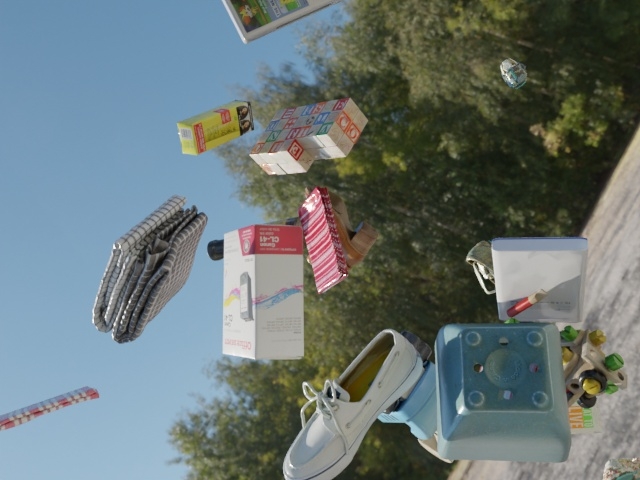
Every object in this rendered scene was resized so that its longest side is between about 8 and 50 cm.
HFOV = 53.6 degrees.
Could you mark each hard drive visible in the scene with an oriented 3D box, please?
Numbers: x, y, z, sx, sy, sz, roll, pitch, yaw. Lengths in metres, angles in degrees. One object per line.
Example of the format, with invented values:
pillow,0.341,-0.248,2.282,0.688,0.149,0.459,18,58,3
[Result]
hard drive,0.544,0.104,1.572,0.319,0.210,0.040,66,-150,-48

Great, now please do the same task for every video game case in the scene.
video game case,-0.112,-0.650,1.431,0.299,0.329,0.036,-27,-1,-9

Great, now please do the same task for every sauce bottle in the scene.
sauce bottle,-0.208,0.004,2.045,0.111,0.344,0.111,32,-127,-58

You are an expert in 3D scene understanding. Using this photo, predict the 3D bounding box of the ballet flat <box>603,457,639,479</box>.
ballet flat,0.836,0.643,1.756,0.241,0.077,0.091,15,-66,-38

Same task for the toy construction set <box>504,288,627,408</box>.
toy construction set,0.595,0.254,1.501,0.257,0.309,0.237,-22,-18,-35

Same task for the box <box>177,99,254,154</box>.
box,-0.273,-0.302,1.676,0.232,0.058,0.087,-35,-52,-47

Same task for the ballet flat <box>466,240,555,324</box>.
ballet flat,0.592,0.155,2.010,0.123,0.349,0.123,-30,-24,-15

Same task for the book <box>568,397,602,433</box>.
book,0.723,0.503,1.814,0.035,0.144,0.096,3,-99,-81

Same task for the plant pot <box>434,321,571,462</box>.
plant pot,0.336,0.265,1.169,0.252,0.247,0.248,66,-155,-63

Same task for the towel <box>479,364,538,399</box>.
towel,0.543,0.410,1.845,0.237,0.037,0.329,-57,3,-37

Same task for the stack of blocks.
stack of blocks,-0.037,-0.273,1.692,0.087,0.297,0.171,45,-116,-34

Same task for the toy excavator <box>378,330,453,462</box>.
toy excavator,0.303,0.519,1.915,0.222,0.445,0.433,-50,1,-21

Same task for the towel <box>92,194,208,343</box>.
towel,-0.361,0.065,1.381,0.284,0.121,0.235,-58,-2,35

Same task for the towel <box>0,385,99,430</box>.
towel,-0.549,0.338,1.271,0.197,0.029,0.144,-16,-3,-26

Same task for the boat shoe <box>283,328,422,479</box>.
boat shoe,0.041,0.317,1.244,0.367,0.136,0.156,-44,-53,-6

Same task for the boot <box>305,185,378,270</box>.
boot,0.020,-0.022,2.016,0.220,0.283,0.109,-50,6,31

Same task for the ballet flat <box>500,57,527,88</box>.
ballet flat,0.515,-0.458,1.700,0.188,0.070,0.070,-71,1,-67

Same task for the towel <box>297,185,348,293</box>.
towel,0.000,0.000,1.834,0.031,0.275,0.199,-7,-16,-25

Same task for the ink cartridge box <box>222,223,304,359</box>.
ink cartridge box,-0.140,0.123,1.513,0.226,0.131,0.306,-12,76,61
